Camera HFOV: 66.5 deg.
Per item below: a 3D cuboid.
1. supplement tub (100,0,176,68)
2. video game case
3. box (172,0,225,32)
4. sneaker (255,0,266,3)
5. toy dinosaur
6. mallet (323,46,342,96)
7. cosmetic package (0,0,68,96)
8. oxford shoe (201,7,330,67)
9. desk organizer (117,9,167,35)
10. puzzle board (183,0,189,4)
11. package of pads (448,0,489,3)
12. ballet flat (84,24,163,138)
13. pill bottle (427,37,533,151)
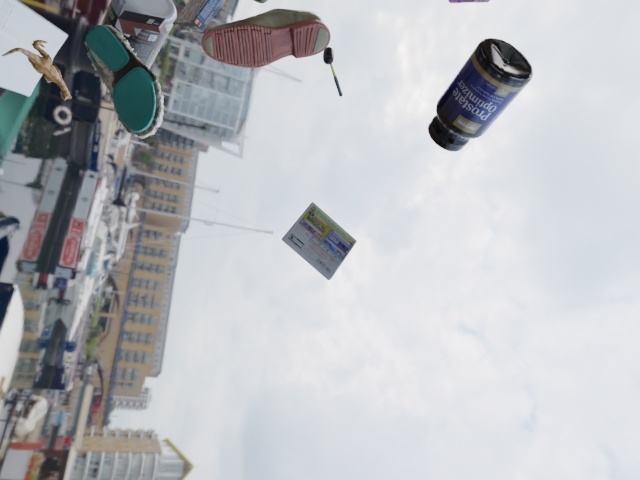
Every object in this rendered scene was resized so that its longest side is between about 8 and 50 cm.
[{"bbox_3d":[-0.632,-0.694,1.643,0.316,0.194,0.193,-38,-137,41],"label":"supplement tub"},{"bbox_3d":[0.000,0.000,1.663,0.193,0.212,0.023,-53,-172,-34],"label":"video game case"},{"bbox_3d":[-0.225,-0.438,0.920,0.093,0.027,0.137,-54,-143,-2],"label":"box"},{"bbox_3d":[-0.248,-0.781,1.440,0.222,0.118,0.083,31,-86,33],"label":"sneaker"},{"bbox_3d":[-0.628,-0.401,1.098,0.112,0.064,0.211,54,-1,19],"label":"toy dinosaur"},{"bbox_3d":[0.049,-0.608,1.764,0.189,0.039,0.062,60,25,-55],"label":"mallet"},{"bbox_3d":[-0.800,-0.503,1.175,0.217,0.156,0.385,-55,-170,1],"label":"cosmetic package"},{"bbox_3d":[-0.177,-0.646,1.538,0.140,0.398,0.146,101,-25,-52],"label":"oxford shoe"},{"bbox_3d":[-0.528,-0.640,1.458,0.050,0.131,0.047,96,8,-56],"label":"desk organizer"},{"bbox_3d":[-0.488,-0.909,1.714,0.011,0.128,0.096,3,-125,37],"label":"puzzle board"},{"bbox_3d":[0.240,-0.393,0.755,0.050,0.032,0.083,-47,-143,-6],"label":"package of pads"},{"bbox_3d":[-0.307,-0.256,0.802,0.240,0.091,0.077,61,5,18],"label":"ballet flat"},{"bbox_3d":[0.316,-0.289,1.003,0.219,0.123,0.122,122,-29,-52],"label":"pill bottle"}]
